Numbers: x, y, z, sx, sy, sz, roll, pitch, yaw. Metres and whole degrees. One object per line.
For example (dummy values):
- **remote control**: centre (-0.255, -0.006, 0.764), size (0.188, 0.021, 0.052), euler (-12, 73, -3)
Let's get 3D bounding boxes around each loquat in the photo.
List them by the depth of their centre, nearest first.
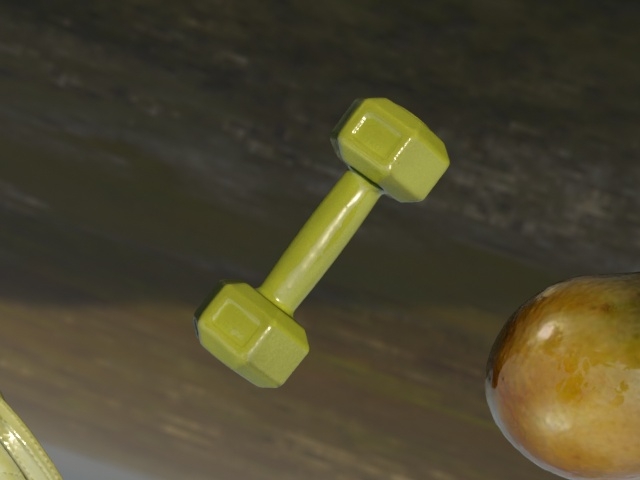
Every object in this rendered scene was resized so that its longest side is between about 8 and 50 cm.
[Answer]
- **loquat**: centre (0.251, 0.116, 1.579), size (0.227, 0.179, 0.179), euler (-9, 153, 39)

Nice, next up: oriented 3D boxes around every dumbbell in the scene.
- **dumbbell**: centre (0.000, 0.000, 1.801), size (0.121, 0.302, 0.108), euler (36, 179, 19)

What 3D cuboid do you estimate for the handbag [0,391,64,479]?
- **handbag**: centre (-0.218, 0.172, 1.223), size (0.219, 0.079, 0.256), euler (15, 136, 47)
